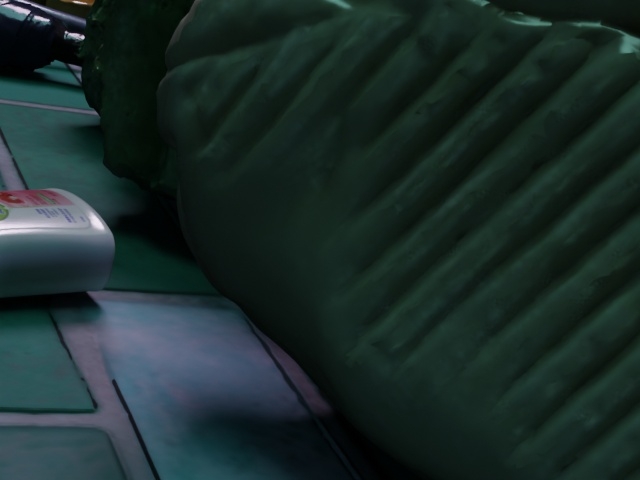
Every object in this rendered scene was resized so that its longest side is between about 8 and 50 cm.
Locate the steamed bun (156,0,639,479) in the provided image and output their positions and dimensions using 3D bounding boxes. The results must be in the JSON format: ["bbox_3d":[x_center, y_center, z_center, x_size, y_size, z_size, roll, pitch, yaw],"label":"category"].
[{"bbox_3d":[0.133,-0.050,0.533,0.367,0.342,0.255,50,14,11],"label":"steamed bun"}]

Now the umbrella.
[{"bbox_3d":[-0.255,-0.171,0.974,0.248,0.070,0.071,9,19,-7],"label":"umbrella"}]

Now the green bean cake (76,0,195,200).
[{"bbox_3d":[-0.037,-0.123,0.809,0.300,0.169,0.308,18,18,23],"label":"green bean cake"}]

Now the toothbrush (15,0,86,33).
[{"bbox_3d":[-0.156,-0.165,1.053,0.288,0.024,0.026,15,20,-23],"label":"toothbrush"}]

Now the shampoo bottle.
[{"bbox_3d":[-0.158,0.001,0.592,0.099,0.043,0.072,-3,25,-41],"label":"shampoo bottle"}]

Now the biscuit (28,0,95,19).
[{"bbox_3d":[-0.180,-0.233,1.249,0.202,0.044,0.289,23,22,26],"label":"biscuit"}]
